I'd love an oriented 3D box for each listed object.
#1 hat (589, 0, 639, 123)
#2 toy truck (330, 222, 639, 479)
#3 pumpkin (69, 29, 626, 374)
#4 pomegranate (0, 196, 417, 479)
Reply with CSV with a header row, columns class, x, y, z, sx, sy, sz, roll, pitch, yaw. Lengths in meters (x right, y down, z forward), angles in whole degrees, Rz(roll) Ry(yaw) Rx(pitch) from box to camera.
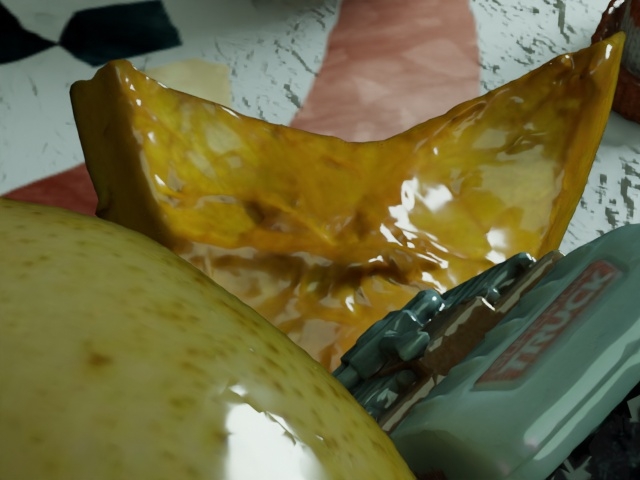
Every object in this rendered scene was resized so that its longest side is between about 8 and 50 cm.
class,x,y,z,sx,sy,sz,roll,pitch,yaw
hat,0.212,-0.146,0.996,0.093,0.162,0.112,24,55,12
toy truck,0.081,0.087,0.655,0.136,0.305,0.162,-44,92,-18
pumpkin,0.019,0.018,0.873,0.290,0.095,0.258,-1,59,-6
pomegranate,-0.134,0.157,0.522,0.416,0.417,0.417,2,48,-3
